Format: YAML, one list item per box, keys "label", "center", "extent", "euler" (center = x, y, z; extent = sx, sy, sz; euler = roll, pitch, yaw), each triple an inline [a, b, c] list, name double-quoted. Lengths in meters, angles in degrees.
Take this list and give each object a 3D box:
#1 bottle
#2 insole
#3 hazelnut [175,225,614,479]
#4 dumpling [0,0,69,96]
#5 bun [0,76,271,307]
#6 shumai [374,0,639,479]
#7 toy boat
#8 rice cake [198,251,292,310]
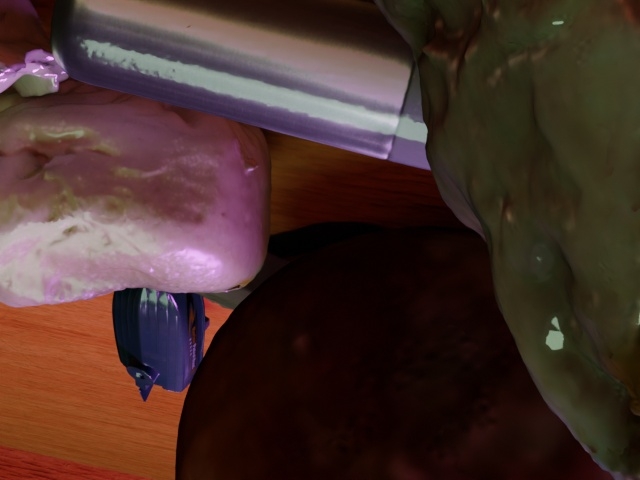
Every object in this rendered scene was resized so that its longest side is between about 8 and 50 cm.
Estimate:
- label: "bottle"
  center: [-0.011, -0.098, 0.580]
  extent: [0.253, 0.080, 0.096]
  euler: [15, 153, 0]
- label: "insole"
  center: [0.000, 0.000, 0.936]
  extent: [0.053, 0.002, 0.152]
  euler: [29, 155, -34]
- label: "hazelnut"
  center: [0.097, 0.166, 0.837]
  extent: [0.420, 0.353, 0.421]
  euler: [10, 141, 8]
- label: "dumpling"
  center: [-0.226, -0.121, 0.626]
  extent: [0.199, 0.118, 0.136]
  euler: [26, -176, 25]
- label: "bun"
  center: [-0.141, -0.039, 0.720]
  extent: [0.229, 0.145, 0.229]
  euler: [-5, -160, 2]
- label: "shumai"
  center: [0.122, -0.047, 0.368]
  extent: [0.304, 0.263, 0.309]
  euler: [17, 160, -13]
- label: "toy boat"
  center: [-0.158, 0.068, 1.116]
  extent: [0.093, 0.103, 0.246]
  euler: [25, 147, 9]
- label: "rice cake"
  center: [-0.136, -0.002, 0.934]
  extent: [0.365, 0.056, 0.072]
  euler: [27, 156, -28]
